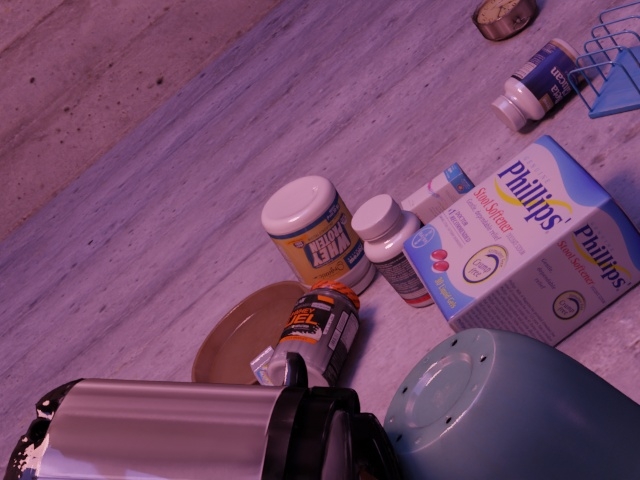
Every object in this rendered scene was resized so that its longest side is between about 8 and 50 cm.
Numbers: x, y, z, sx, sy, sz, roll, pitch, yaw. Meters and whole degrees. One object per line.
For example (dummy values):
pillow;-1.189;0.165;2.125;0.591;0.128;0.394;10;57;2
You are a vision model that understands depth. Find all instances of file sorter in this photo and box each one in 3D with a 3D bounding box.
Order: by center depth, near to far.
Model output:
file sorter;0.511;-0.310;2.135;0.118;0.104;0.170;-10;41;47

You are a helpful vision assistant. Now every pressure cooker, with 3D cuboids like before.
pressure cooker;-0.110;0.343;1.392;0.421;0.369;0.375;1;22;8

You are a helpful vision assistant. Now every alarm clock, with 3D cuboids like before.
alarm clock;0.386;-0.462;2.573;0.129;0.064;0.192;-38;24;6

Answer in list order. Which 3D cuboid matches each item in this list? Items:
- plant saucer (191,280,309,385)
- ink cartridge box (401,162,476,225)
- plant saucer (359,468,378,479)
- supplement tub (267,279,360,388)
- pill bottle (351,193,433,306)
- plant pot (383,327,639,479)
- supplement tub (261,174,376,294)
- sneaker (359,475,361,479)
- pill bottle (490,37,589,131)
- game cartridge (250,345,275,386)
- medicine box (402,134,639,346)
plant saucer;-0.118;0.188;2.289;0.278;0.041;0.278;-32;27;19
ink cartridge box;0.214;-0.062;2.169;0.122;0.088;0.052;-36;27;10
plant saucer;0.131;0.329;1.750;0.199;0.036;0.198;-32;29;20
supplement tub;-0.005;0.164;2.088;0.117;0.117;0.190;-18;35;39
pill bottle;0.135;0.014;2.058;0.108;0.180;0.108;-32;29;19
plant pot;0.218;0.243;1.486;0.293;0.235;0.293;-42;19;18
supplement tub;0.000;0.000;2.219;0.144;0.199;0.144;-24;30;15
sneaker;-0.033;0.417;1.731;0.210;0.137;0.365;-47;38;41
pill bottle;0.391;-0.276;2.253;0.169;0.094;0.094;-43;27;-2
game cartridge;-0.081;0.228;2.146;0.056;0.083;0.017;-43;-18;4
medicine box;0.303;0.020;1.863;0.289;0.149;0.263;-39;27;7
